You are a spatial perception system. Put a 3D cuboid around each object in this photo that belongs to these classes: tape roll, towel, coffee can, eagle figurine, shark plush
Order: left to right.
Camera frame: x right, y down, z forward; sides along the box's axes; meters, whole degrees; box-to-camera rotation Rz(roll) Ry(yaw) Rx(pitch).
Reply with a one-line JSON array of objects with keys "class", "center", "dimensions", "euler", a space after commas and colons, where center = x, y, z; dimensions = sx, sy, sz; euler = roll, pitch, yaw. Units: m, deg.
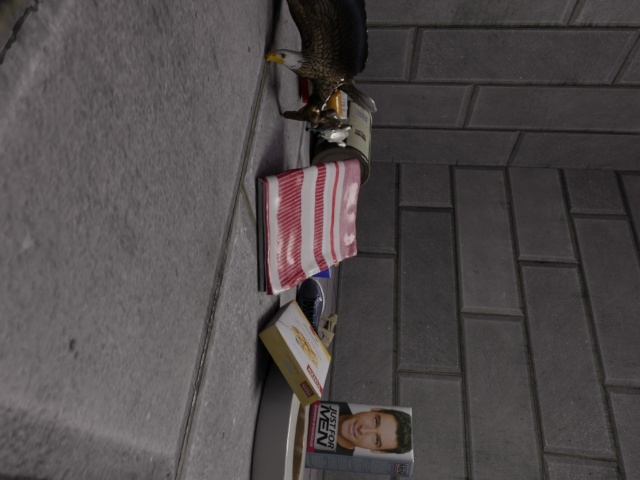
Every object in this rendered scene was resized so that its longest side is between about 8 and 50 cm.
[{"class": "tape roll", "center": [-0.083, 0.464, 1.107], "dimensions": [0.392, 0.071, 0.392], "euler": [3, 90, -85]}, {"class": "towel", "center": [-0.011, -0.040, 1.006], "dimensions": [0.329, 0.037, 0.237], "euler": [-23, 119, -52]}, {"class": "eagle figurine", "center": [-0.005, -0.373, 0.917], "dimensions": [0.225, 0.226, 0.299], "euler": [-28, 128, -60]}, {"class": "shark plush", "center": [0.024, -0.330, 1.493], "dimensions": [0.067, 0.161, 0.073], "euler": [46, -40, 44]}, {"class": "coffee can", "center": [0.078, -0.337, 1.681], "dimensions": [0.202, 0.201, 0.275], "euler": [86, 9, -51]}]

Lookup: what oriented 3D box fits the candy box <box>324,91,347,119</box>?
[{"class": "candy box", "center": [0.030, -0.500, 1.498], "dimensions": [0.159, 0.071, 0.234], "euler": [-139, -132, -66]}]

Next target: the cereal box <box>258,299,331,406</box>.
[{"class": "cereal box", "center": [-0.048, 0.233, 1.041], "dimensions": [0.173, 0.047, 0.240], "euler": [58, 7, -2]}]

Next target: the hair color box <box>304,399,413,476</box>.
[{"class": "hair color box", "center": [0.105, 0.633, 1.542], "dimensions": [0.185, 0.374, 0.114], "euler": [-81, 172, -50]}]

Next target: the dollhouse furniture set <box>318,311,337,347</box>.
[{"class": "dollhouse furniture set", "center": [-0.022, 0.350, 1.748], "dimensions": [0.161, 0.101, 0.182], "euler": [-63, 180, 13]}]

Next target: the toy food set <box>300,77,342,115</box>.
[{"class": "toy food set", "center": [0.000, -0.439, 1.299], "dimensions": [0.105, 0.111, 0.232], "euler": [84, 3, -48]}]

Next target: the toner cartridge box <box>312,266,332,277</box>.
[{"class": "toner cartridge box", "center": [0.000, 0.000, 1.698], "dimensions": [0.348, 0.075, 0.165], "euler": [80, 15, -67]}]

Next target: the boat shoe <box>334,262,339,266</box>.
[{"class": "boat shoe", "center": [0.070, 0.022, 1.786], "dimensions": [0.056, 0.048, 0.153], "euler": [72, 21, -75]}]

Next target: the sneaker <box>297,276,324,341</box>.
[{"class": "sneaker", "center": [-0.036, 0.226, 1.381], "dimensions": [0.163, 0.086, 0.226], "euler": [-38, 132, -86]}]
